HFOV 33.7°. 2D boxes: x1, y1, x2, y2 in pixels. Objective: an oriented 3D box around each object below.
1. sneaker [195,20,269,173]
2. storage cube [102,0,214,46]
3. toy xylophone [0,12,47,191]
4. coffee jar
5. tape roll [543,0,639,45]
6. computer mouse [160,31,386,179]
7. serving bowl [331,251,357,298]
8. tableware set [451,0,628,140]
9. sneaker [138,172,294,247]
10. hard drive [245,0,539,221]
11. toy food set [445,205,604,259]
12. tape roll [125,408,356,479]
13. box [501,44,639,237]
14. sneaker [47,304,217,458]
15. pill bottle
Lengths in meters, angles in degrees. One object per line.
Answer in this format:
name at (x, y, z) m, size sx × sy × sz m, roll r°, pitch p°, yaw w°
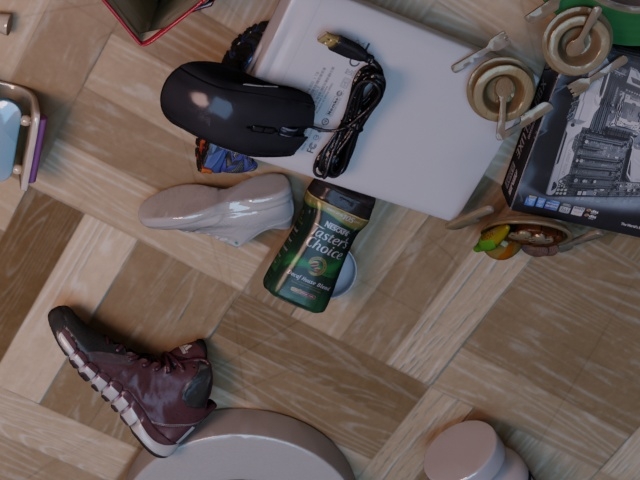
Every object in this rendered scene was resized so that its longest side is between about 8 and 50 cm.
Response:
sneaker at (-0.092, -0.182, 1.370) m, size 0.087 × 0.083 × 0.221 m, roll 11°, pitch 121°, yaw -26°
storage cube at (-0.180, -0.369, 1.193) m, size 0.184 × 0.193 × 0.215 m, roll -32°, pitch 114°, yaw 14°
toy xylophone at (-0.506, -0.187, 1.341) m, size 0.323 × 0.081 × 0.236 m, roll 6°, pitch 117°, yaw -5°
coffee jar at (0.000, 0.000, 1.440) m, size 0.096 × 0.079 × 0.184 m, roll 23°, pitch 101°, yaw -10°
tape roll at (0.391, -0.398, 1.264) m, size 0.321 × 0.077 × 0.321 m, roll -1°, pitch 118°, yaw -1°
computer mouse at (-0.044, -0.169, 1.247) m, size 0.262 × 0.060 × 0.184 m, roll 18°, pitch 117°, yaw -26°
serving bowl at (0.010, 0.040, 1.505) m, size 0.083 × 0.027 × 0.083 m, roll 0°, pitch 102°, yaw 0°
tableware set at (0.271, -0.209, 1.296) m, size 0.194 × 0.039 × 0.128 m, roll -33°, pitch 114°, yaw 15°
sneaker at (-0.140, -0.027, 1.448) m, size 0.212 × 0.080 × 0.094 m, roll -7°, pitch 130°, yaw 0°
hard drive at (0.075, -0.171, 1.346) m, size 0.353 × 0.047 × 0.233 m, roll 16°, pitch 117°, yaw -25°
toy food set at (0.278, 0.001, 1.437) m, size 0.192 × 0.132 × 0.038 m, roll 11°, pitch 74°, yaw -18°
tape roll at (-0.128, 0.444, 1.695) m, size 0.392 × 0.072 × 0.392 m, roll -1°, pitch 119°, yaw -2°
box at (0.427, -0.130, 1.407) m, size 0.307 × 0.076 × 0.242 m, roll 12°, pitch 117°, yaw -8°
sneaker at (-0.257, 0.170, 1.545) m, size 0.162 × 0.106 × 0.281 m, roll -38°, pitch 109°, yaw -4°
pill bottle at (0.275, 0.415, 1.649) m, size 0.153 × 0.153 × 0.264 m, roll -28°, pitch 115°, yaw 12°
